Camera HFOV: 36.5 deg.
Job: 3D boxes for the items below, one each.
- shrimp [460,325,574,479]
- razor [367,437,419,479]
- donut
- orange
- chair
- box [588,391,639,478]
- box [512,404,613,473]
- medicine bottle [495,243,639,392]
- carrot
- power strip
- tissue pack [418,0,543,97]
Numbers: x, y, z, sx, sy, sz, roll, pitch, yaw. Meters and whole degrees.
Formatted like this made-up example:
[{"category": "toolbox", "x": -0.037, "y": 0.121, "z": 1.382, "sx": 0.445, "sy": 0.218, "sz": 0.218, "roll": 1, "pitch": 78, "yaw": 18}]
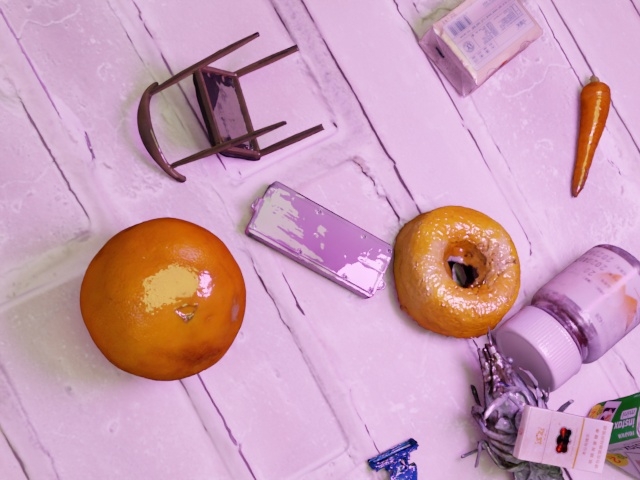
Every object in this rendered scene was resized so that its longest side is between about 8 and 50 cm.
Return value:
[{"category": "shrimp", "x": 0.355, "y": 0.358, "z": 1.700, "sx": 0.221, "sy": 0.166, "sz": 0.410, "roll": -22, "pitch": 105, "yaw": 11}, {"category": "razor", "x": 0.201, "y": 0.447, "z": 1.587, "sx": 0.093, "sy": 0.324, "sz": 0.056, "roll": -24, "pitch": 125, "yaw": -20}, {"category": "donut", "x": 0.247, "y": 0.052, "z": 1.757, "sx": 0.253, "sy": 0.118, "sz": 0.253, "roll": 7, "pitch": 62, "yaw": -13}, {"category": "orange", "x": -0.246, "y": 0.093, "z": 1.536, "sx": 0.261, "sy": 0.261, "sz": 0.261, "roll": 3, "pitch": 78, "yaw": -15}, {"category": "chair", "x": -0.160, "y": -0.224, "z": 1.673, "sx": 0.272, "sy": 0.166, "sz": 0.188, "roll": -19, "pitch": 84, "yaw": 24}, {"category": "box", "x": 0.624, "y": 0.374, "z": 1.760, "sx": 0.250, "sy": 0.180, "sz": 0.103, "roll": 27, "pitch": 61, "yaw": -11}, {"category": "box", "x": 0.407, "y": 0.333, "z": 1.627, "sx": 0.167, "sy": 0.024, "sz": 0.090, "roll": 14, "pitch": 88, "yaw": -19}, {"category": "medicine bottle", "x": 0.466, "y": 0.141, "z": 1.767, "sx": 0.273, "sy": 0.165, "sz": 0.165, "roll": -36, "pitch": 90, "yaw": -20}, {"category": "carrot", "x": 0.533, "y": -0.205, "z": 1.916, "sx": 0.061, "sy": 0.061, "sz": 0.256, "roll": 13, "pitch": 79, "yaw": -13}, {"category": "power strip", "x": 0.000, "y": 0.000, "z": 1.728, "sx": 0.279, "sy": 0.037, "sz": 0.109, "roll": 29, "pitch": 72, "yaw": -8}, {"category": "tissue pack", "x": 0.310, "y": -0.393, "z": 1.870, "sx": 0.196, "sy": 0.092, "sz": 0.148, "roll": -39, "pitch": 91, "yaw": -18}]
